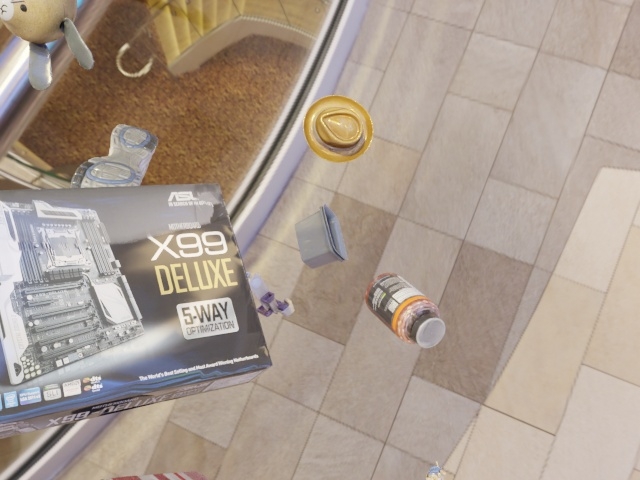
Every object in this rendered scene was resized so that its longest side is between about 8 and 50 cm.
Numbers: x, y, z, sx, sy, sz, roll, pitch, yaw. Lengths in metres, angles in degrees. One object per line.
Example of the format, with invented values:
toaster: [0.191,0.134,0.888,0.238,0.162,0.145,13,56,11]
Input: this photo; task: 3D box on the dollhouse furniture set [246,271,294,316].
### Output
dollhouse furniture set: [-0.119,0.109,1.030,0.114,0.091,0.081,-41,115,-20]

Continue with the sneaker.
sneaker: [-0.391,-0.108,1.227,0.110,0.297,0.129,22,123,-5]

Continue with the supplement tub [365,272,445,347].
supplement tub: [0.182,0.152,1.364,0.106,0.106,0.198,-46,33,-1]

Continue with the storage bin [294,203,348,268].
storage bin: [0.000,0.000,1.496,0.091,0.098,0.135,-23,57,18]

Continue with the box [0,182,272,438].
box: [-0.230,0.062,0.699,0.307,0.076,0.243,-5,66,-33]

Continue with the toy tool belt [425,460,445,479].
toy tool belt: [0.304,0.619,1.686,0.052,0.083,0.051,2,90,11]

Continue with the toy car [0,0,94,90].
toy car: [-0.312,-0.252,0.655,0.154,0.149,0.189,-8,114,33]

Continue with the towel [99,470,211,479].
towel: [-0.404,0.693,1.731,0.237,0.328,0.037,9,85,46]

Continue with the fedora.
fedora: [0.051,-0.299,1.695,0.194,0.079,0.195,0,91,-7]
